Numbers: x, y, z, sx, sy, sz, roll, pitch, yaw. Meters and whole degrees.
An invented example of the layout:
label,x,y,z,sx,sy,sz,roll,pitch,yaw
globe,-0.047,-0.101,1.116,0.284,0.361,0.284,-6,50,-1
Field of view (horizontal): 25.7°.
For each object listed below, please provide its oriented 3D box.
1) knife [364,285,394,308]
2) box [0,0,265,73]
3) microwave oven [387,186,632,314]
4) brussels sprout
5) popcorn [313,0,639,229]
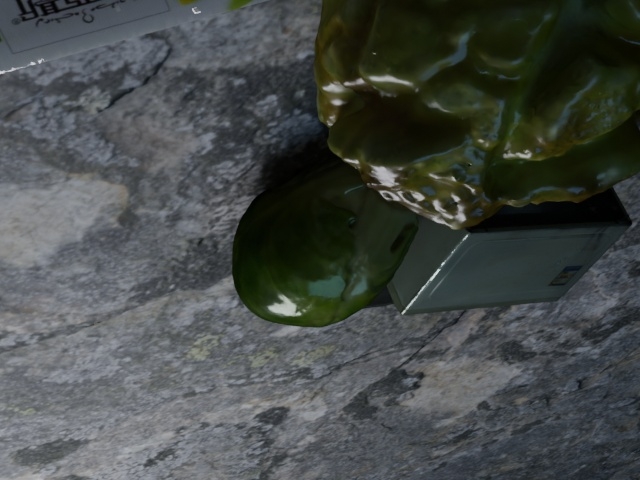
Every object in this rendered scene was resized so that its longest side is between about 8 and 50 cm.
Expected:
label,x,y,z,sx,sy,sz,roll,pitch,yaw
knife,0.014,0.065,1.548,0.245,0.019,0.072,-3,149,-35
box,-0.158,-0.206,0.788,0.261,0.111,0.194,-17,144,1
microwave oven,0.170,-0.021,1.383,0.205,0.129,0.163,-3,145,-33
brussels sprout,0.002,0.005,1.289,0.162,0.143,0.181,-15,158,-48
popcorn,0.126,-0.149,0.984,0.282,0.282,0.247,-11,112,-20
